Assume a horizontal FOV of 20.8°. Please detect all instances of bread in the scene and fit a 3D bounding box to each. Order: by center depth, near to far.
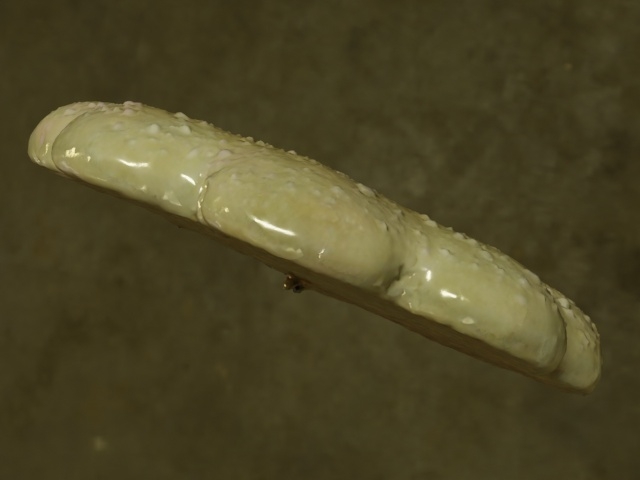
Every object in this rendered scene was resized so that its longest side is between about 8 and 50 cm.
[{"bbox_3d":[0.000,0.000,0.865,0.316,0.316,0.054,21,86,43],"label":"bread"}]
